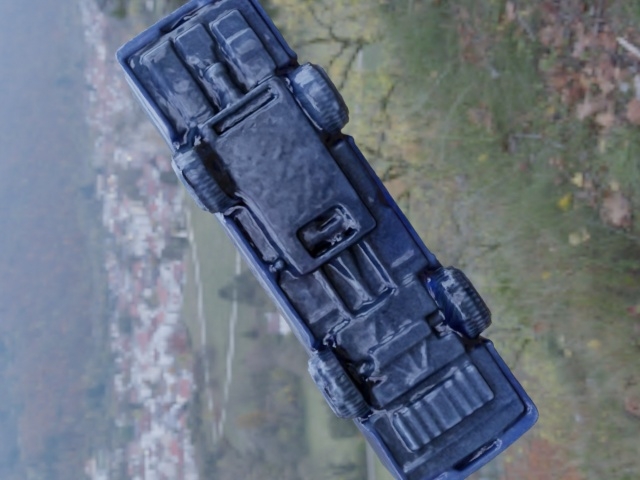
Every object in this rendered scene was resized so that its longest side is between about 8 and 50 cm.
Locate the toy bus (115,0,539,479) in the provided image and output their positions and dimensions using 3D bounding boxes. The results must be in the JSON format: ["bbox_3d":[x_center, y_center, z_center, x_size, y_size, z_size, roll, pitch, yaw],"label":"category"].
[{"bbox_3d":[0.002,-0.002,0.465,0.236,0.079,0.094,56,179,1],"label":"toy bus"}]
